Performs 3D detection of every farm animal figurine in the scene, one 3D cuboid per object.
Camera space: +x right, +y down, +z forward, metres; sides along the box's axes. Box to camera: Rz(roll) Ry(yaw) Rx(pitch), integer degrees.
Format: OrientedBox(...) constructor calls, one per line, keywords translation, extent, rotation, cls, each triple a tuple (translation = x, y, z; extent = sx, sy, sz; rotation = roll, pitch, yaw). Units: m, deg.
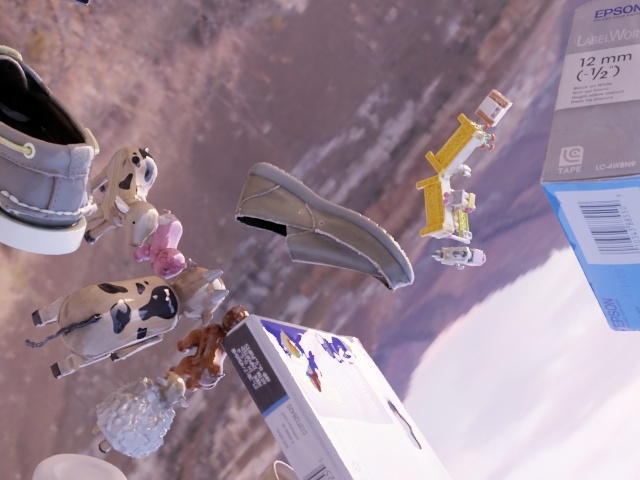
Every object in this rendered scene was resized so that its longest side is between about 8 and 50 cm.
OrientedBox(translation=(-0.215, 0.058, 1.504), extent=(0.172, 0.330, 0.327), rotation=(-26, -171, 38), cls="farm animal figurine")

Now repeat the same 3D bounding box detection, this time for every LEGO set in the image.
OrientedBox(translation=(0.241, -0.095, 1.931), extent=(0.107, 0.132, 0.287), rotation=(17, 85, -45), cls="LEGO set")

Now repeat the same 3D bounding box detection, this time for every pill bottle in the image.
OrientedBox(translation=(-0.322, 0.389, 1.520), extent=(0.121, 0.121, 0.216), rotation=(-40, 147, -72), cls="pill bottle")

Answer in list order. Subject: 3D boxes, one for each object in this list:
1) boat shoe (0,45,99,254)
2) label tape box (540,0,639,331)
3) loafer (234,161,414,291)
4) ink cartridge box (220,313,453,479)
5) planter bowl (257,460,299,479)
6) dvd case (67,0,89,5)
OrientedBox(translation=(-0.262, -0.107, 0.972), extent=(0.109, 0.305, 0.091), rotation=(1, 123, -40), cls="boat shoe")
OrientedBox(translation=(0.338, -0.117, 1.243), extent=(0.115, 0.249, 0.347), rotation=(-6, -130, 29), cls="label tape box")
OrientedBox(translation=(0.000, 0.000, 1.476), extent=(0.087, 0.251, 0.094), rotation=(-54, 159, -14), cls="loafer")
OrientedBox(translation=(0.039, 0.242, 1.497), extent=(0.072, 0.303, 0.307), rotation=(-40, 156, 13), cls="ink cartridge box")
OrientedBox(translation=(-0.055, 0.418, 1.754), extent=(0.109, 0.162, 0.162), rotation=(-40, 177, 4), cls="planter bowl")
OrientedBox(translation=(-0.450, -0.374, 1.675), extent=(0.179, 0.239, 0.029), rotation=(14, 95, -41), cls="dvd case")
